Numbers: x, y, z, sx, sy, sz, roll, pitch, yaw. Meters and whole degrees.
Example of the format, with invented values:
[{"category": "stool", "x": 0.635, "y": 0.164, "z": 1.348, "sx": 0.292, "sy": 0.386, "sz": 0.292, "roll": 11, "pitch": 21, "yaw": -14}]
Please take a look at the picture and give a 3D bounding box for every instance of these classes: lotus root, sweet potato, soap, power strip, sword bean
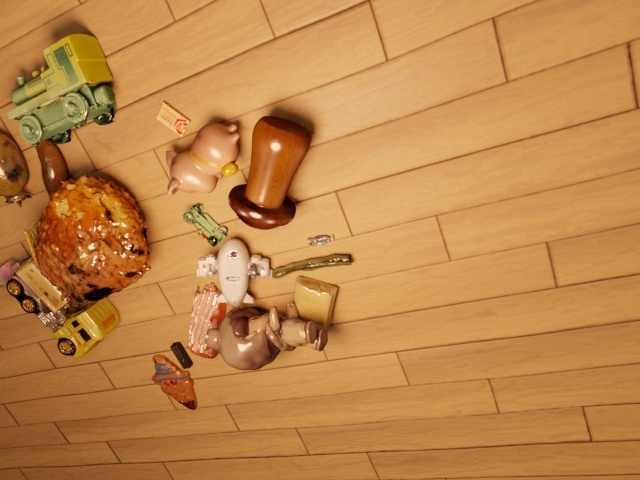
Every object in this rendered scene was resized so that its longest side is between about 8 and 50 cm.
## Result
[{"category": "lotus root", "x": -1.038, "y": -0.222, "z": 1.607, "sx": 0.154, "sy": 0.154, "sz": 0.278, "roll": -1, "pitch": 119, "yaw": 18}, {"category": "sweet potato", "x": -0.877, "y": -0.240, "z": 1.591, "sx": 0.108, "sy": 0.079, "sz": 0.346, "roll": 2, "pitch": 114, "yaw": 31}, {"category": "soap", "x": -1.177, "y": 0.144, "z": 1.898, "sx": 0.100, "sy": 0.056, "sz": 0.149, "roll": -26, "pitch": 106, "yaw": 25}, {"category": "power strip", "x": -0.522, "y": 0.434, "z": 1.851, "sx": 0.038, "sy": 0.029, "sz": 0.111, "roll": -17, "pitch": 110, "yaw": 25}, {"category": "sword bean", "x": -0.031, "y": 0.078, "z": 1.507, "sx": 0.269, "sy": 0.038, "sz": 0.043, "roll": -13, "pitch": 87, "yaw": 23}]

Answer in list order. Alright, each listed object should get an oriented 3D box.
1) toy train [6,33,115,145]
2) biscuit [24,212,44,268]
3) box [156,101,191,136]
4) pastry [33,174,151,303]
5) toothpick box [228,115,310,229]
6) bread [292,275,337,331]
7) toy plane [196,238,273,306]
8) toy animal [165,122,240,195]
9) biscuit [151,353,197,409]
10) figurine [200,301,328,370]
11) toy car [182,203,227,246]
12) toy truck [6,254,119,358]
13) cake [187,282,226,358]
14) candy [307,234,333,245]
[{"category": "toy train", "x": -0.767, "y": -0.418, "z": 1.431, "sx": 0.369, "sy": 0.150, "sz": 0.237, "roll": -14, "pitch": 103, "yaw": 23}, {"category": "biscuit", "x": -0.909, "y": -0.020, "z": 1.632, "sx": 0.016, "sy": 0.231, "sz": 0.139, "roll": -6, "pitch": 117, "yaw": -3}, {"category": "box", "x": -0.425, "y": -0.350, "z": 1.424, "sx": 0.093, "sy": 0.015, "sz": 0.058, "roll": 36, "pitch": 123, "yaw": -2}, {"category": "pastry", "x": -0.694, "y": 0.016, "z": 1.528, "sx": 0.337, "sy": 0.292, "sz": 0.405, "roll": 40, "pitch": 115, "yaw": 26}, {"category": "toothpick box", "x": -0.136, "y": -0.174, "z": 1.330, "sx": 0.192, "sy": 0.192, "sz": 0.294, "roll": 22, "pitch": 115, "yaw": 6}, {"category": "bread", "x": -0.026, "y": 0.211, "z": 1.558, "sx": 0.139, "sy": 0.060, "sz": 0.178, "roll": 14, "pitch": 120, "yaw": 11}, {"category": "toy plane", "x": -0.272, "y": 0.104, "z": 1.557, "sx": 0.244, "sy": 0.117, "sz": 0.245, "roll": 0, "pitch": 115, "yaw": -1}, {"category": "toy animal", "x": -0.316, "y": -0.227, "z": 1.374, "sx": 0.248, "sy": 0.165, "sz": 0.149, "roll": -35, "pitch": 127, "yaw": 15}, {"category": "biscuit", "x": -0.574, "y": 0.564, "z": 1.935, "sx": 0.183, "sy": 0.043, "sz": 0.280, "roll": -18, "pitch": 106, "yaw": 28}, {"category": "figurine", "x": -0.164, "y": 0.300, "z": 1.530, "sx": 0.380, "sy": 0.248, "sz": 0.203, "roll": -10, "pitch": 84, "yaw": 30}, {"category": "toy car", "x": -0.360, "y": -0.045, "z": 1.530, "sx": 0.143, "sy": 0.073, "sz": 0.054, "roll": 43, "pitch": 138, "yaw": -7}, {"category": "toy truck", "x": -0.919, "y": 0.212, "z": 1.783, "sx": 0.254, "sy": 0.180, "sz": 0.405, "roll": -32, "pitch": 100, "yaw": 21}, {"category": "cake", "x": -0.390, "y": 0.283, "z": 1.690, "sx": 0.098, "sy": 0.135, "sz": 0.287, "roll": 12, "pitch": 111, "yaw": 28}, {"category": "candy", "x": 0.000, "y": 0.001, "z": 1.465, "sx": 0.083, "sy": 0.020, "sz": 0.030, "roll": -5, "pitch": 115, "yaw": 18}]
